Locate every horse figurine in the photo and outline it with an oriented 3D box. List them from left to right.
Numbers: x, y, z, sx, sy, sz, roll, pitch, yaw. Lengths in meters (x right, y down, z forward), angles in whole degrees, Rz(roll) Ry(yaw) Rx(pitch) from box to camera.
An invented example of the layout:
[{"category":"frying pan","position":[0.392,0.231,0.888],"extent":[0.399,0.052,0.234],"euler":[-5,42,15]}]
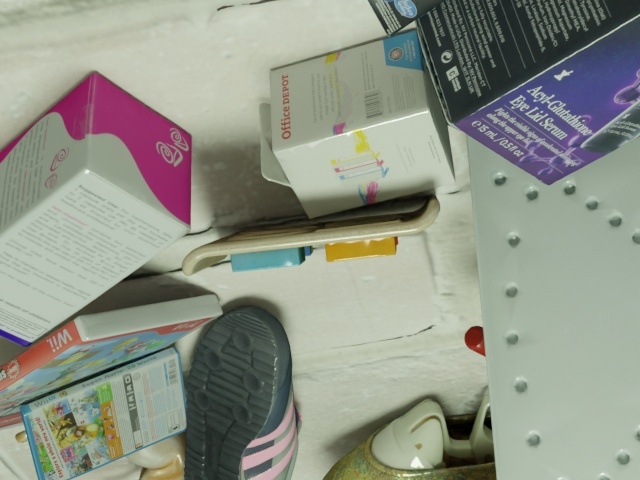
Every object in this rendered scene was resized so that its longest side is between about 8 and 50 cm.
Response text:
[{"category":"horse figurine","position":[-0.214,0.244,1.307],"extent":[0.174,0.066,0.263],"euler":[-29,131,10]}]

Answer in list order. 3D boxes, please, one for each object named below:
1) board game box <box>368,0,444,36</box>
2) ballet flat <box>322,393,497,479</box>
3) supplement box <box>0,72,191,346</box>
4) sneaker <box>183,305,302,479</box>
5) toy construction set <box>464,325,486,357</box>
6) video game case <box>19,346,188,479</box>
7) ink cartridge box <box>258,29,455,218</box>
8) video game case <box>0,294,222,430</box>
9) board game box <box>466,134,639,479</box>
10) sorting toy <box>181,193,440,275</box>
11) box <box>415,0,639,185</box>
[{"category":"board game box","position":[0.092,-0.251,0.752],"extent":[0.194,0.060,0.194],"euler":[-20,138,16]},{"category":"ballet flat","position":[0.167,0.230,1.309],"extent":[0.348,0.123,0.123],"euler":[-6,140,4]},{"category":"supplement box","position":[-0.220,-0.020,0.963],"extent":[0.220,0.111,0.114],"euler":[-33,132,31]},{"category":"sneaker","position":[-0.070,0.185,1.248],"extent":[0.112,0.131,0.319],"euler":[31,129,24]},{"category":"toy construction set","position":[0.322,0.080,1.065],"extent":[0.308,0.258,0.237],"euler":[-13,155,31]},{"category":"video game case","position":[-0.218,0.183,1.183],"extent":[0.166,0.015,0.119],"euler":[-21,134,-22]},{"category":"ink cartridge box","position":[0.025,-0.089,0.917],"extent":[0.143,0.092,0.090],"euler":[-13,140,13]},{"category":"video game case","position":[-0.257,0.131,1.125],"extent":[0.285,0.025,0.204],"euler":[-31,168,29]},{"category":"board game box","position":[0.320,0.057,0.869],"extent":[0.389,0.390,0.050],"euler":[-9,161,18]},{"category":"sorting toy","position":[0.000,0.000,0.975],"extent":[0.208,0.038,0.193],"euler":[-11,-177,5]},{"category":"box","position":[0.199,-0.149,0.821],"extent":[0.207,0.108,0.153],"euler":[-30,149,29]}]
